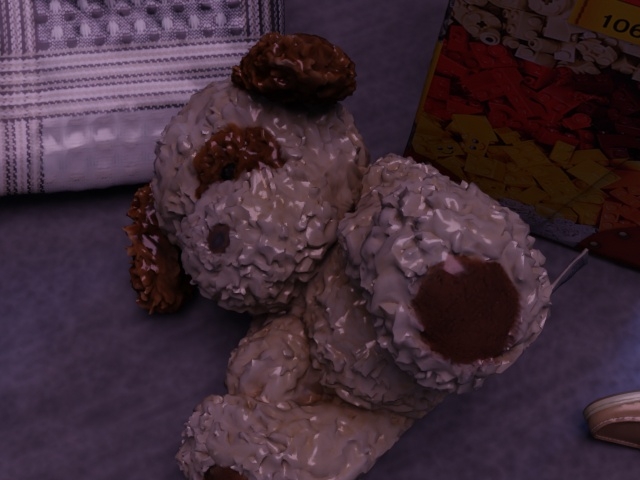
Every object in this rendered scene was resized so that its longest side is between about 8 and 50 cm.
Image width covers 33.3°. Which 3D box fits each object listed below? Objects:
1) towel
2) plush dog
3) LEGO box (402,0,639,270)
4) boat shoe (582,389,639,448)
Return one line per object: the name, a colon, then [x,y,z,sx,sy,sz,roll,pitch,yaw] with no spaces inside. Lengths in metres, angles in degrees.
towel: [-0.184,-0.183,0.665,0.324,0.056,0.312,-3,98,-8]
plush dog: [0.000,0.000,0.611,0.225,0.262,0.210,47,36,6]
LEGO box: [0.230,-0.288,0.660,0.193,0.372,0.500,19,64,4]
boat shoe: [0.227,0.120,0.646,0.135,0.050,0.045,5,59,-3]
